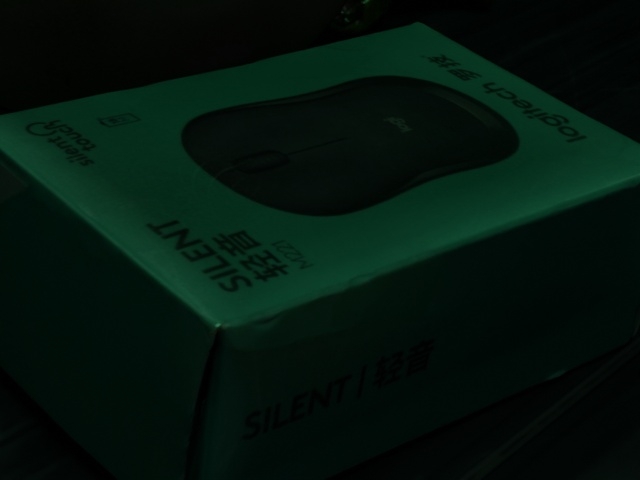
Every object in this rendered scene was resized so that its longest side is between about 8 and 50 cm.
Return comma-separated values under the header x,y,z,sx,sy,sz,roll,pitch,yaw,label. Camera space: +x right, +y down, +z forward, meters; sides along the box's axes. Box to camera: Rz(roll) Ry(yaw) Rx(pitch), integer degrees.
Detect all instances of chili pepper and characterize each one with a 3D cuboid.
x,y,z,sx,sy,sz,roll,pitch,yaw,label
0.054,-0.189,1.175,0.073,0.050,0.182,22,30,35,chili pepper

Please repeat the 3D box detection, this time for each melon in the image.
x,y,z,sx,sy,sz,roll,pitch,yaw,label
-0.127,-0.202,0.942,0.330,0.268,0.268,-15,37,-21,melon

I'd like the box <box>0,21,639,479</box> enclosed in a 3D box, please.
x,y,z,sx,sy,sz,roll,pitch,yaw,label
0.000,0.000,0.777,0.311,0.118,0.205,-18,38,-37,box
